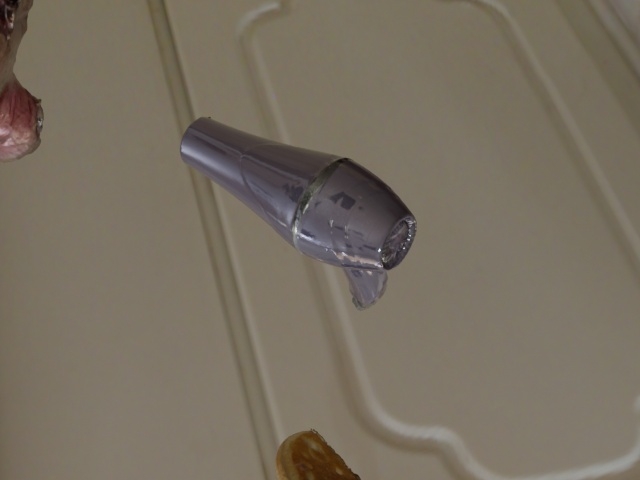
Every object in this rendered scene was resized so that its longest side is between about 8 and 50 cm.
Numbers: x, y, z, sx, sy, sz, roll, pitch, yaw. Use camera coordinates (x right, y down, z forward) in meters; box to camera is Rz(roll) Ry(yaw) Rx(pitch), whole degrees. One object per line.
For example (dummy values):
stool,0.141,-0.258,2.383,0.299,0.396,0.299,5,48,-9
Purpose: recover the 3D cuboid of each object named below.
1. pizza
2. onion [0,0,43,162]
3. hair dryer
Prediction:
pizza,-0.003,0.312,1.660,0.130,0.178,0.041,25,109,-17
onion,-0.397,-0.189,1.164,0.347,0.348,0.385,-30,142,14
hair dryer,0.000,0.000,1.518,0.121,0.301,0.361,-54,150,-15
